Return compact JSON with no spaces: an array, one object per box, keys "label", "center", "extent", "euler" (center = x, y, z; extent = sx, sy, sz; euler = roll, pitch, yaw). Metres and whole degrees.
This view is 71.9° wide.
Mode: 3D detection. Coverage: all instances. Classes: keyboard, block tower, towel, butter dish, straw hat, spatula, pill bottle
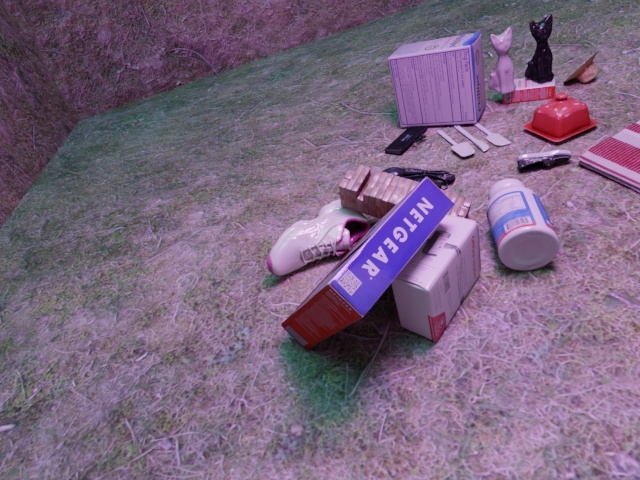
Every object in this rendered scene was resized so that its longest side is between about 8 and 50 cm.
[{"label":"keyboard","center":[0.316,-0.355,1.560],"extent":[0.108,0.023,0.180],"euler":[12,47,44]},{"label":"block tower","center":[0.217,-0.094,1.122],"extent":[0.335,0.097,0.091],"euler":[21,63,19]},{"label":"towel","center":[0.882,-0.235,1.134],"extent":[0.329,0.037,0.237],"euler":[-29,39,-5]},{"label":"butter dish","center":[0.728,-0.390,1.341],"extent":[0.160,0.118,0.160],"euler":[-23,37,-7]},{"label":"straw hat","center":[0.936,-0.591,1.551],"extent":[0.144,0.144,0.061],"euler":[-39,83,-25]},{"label":"spatula","center":[0.494,-0.348,1.474],"extent":[0.168,0.019,0.242],"euler":[-20,37,0]},{"label":"pill bottle","center":[0.453,-0.046,1.017],"extent":[0.124,0.124,0.221],"euler":[-7,38,15]}]

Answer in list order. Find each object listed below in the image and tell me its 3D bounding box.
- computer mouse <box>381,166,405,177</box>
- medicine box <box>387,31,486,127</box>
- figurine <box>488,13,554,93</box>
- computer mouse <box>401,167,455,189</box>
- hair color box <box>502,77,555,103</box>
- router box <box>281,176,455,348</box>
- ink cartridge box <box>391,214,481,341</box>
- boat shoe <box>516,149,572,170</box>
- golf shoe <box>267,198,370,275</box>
[{"label":"computer mouse","center":[0.149,-0.184,1.346],"extent":[0.242,0.041,0.071],"euler":[-10,31,40]},{"label":"medicine box","center":[0.416,-0.559,1.565],"extent":[0.289,0.263,0.149],"euler":[5,41,31]},{"label":"figurine","center":[0.683,-0.633,1.507],"extent":[0.215,0.209,0.092],"euler":[-15,38,7]},{"label":"computer mouse","center":[0.263,-0.140,1.264],"extent":[0.188,0.072,0.272],"euler":[7,43,29]},{"label":"hair color box","center":[0.745,-0.542,1.585],"extent":[0.167,0.053,0.093],"euler":[2,43,24]},{"label":"router box","center":[0.092,0.055,0.925],"extent":[0.082,0.301,0.335],"euler":[44,59,2]},{"label":"ink cartridge box","center":[0.248,0.072,0.924],"extent":[0.092,0.158,0.218],"euler":[19,50,39]},{"label":"boat shoe","center":[0.627,-0.222,1.238],"extent":[0.142,0.049,0.040],"euler":[-4,72,17]},{"label":"golf shoe","center":[0.000,0.000,1.170],"extent":[0.306,0.115,0.140],"euler":[-37,43,-21]}]
